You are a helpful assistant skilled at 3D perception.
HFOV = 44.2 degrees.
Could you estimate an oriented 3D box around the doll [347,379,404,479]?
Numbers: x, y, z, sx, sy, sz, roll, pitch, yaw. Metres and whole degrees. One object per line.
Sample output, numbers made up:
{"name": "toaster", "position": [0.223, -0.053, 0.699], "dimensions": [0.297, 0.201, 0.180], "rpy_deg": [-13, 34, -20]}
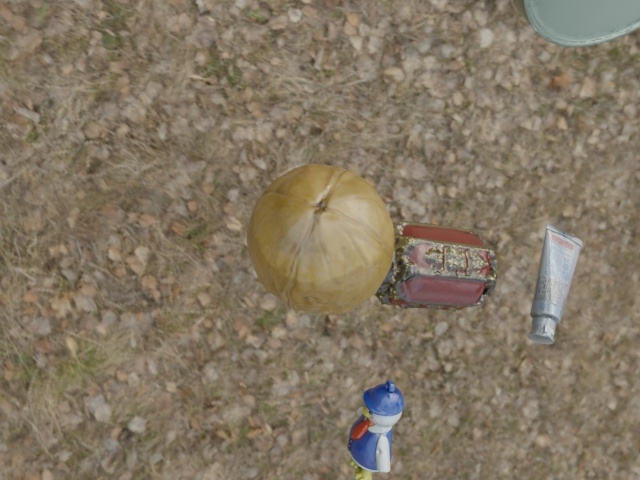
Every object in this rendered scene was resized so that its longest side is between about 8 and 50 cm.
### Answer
{"name": "doll", "position": [0.064, 0.215, 0.904], "dimensions": [0.058, 0.099, 0.143], "rpy_deg": [3, 124, -18]}

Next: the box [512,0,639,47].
{"name": "box", "position": [0.192, -0.269, 0.542], "dimensions": [0.226, 0.149, 0.226], "rpy_deg": [-22, 148, -15]}

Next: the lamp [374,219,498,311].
{"name": "lamp", "position": [0.213, 0.051, 1.537], "dimensions": [0.274, 0.177, 0.177], "rpy_deg": [5, 107, -28]}

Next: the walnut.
{"name": "walnut", "position": [0.000, 0.000, 0.876], "dimensions": [0.165, 0.165, 0.197], "rpy_deg": [-37, 157, -16]}

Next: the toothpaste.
{"name": "toothpaste", "position": [0.455, 0.085, 1.541], "dimensions": [0.089, 0.057, 0.234], "rpy_deg": [25, 70, -15]}
